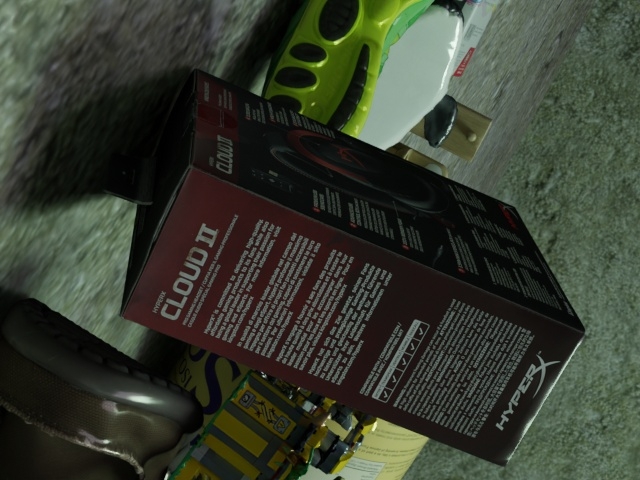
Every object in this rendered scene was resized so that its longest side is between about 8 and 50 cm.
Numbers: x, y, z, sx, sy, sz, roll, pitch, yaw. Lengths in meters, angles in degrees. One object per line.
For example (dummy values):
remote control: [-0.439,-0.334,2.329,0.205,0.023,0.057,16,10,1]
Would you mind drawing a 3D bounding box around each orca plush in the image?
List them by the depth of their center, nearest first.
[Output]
orca plush: [0.045,-0.129,1.302,0.102,0.151,0.287,-99,-159,-52]

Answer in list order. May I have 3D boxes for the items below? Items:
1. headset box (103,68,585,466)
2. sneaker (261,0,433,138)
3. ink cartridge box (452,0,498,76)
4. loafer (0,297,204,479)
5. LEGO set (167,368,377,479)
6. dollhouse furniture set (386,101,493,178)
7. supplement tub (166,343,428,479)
headset box: [0.000,0.004,0.889,0.110,0.293,0.218,-63,-166,18]
sneaker: [0.021,-0.181,1.117,0.295,0.109,0.123,-59,-168,-23]
ink cartridge box: [0.155,-0.276,1.504,0.175,0.072,0.127,-64,169,11]
loafer: [-0.162,0.151,0.936,0.130,0.134,0.366,-57,169,-17]
LEGO set: [-0.024,0.221,0.986,0.255,0.192,0.331,-53,178,-5]
dollhouse furniture set: [0.102,-0.103,1.554,0.144,0.123,0.151,-64,169,10]
supplement tub: [-0.025,0.160,1.271,0.331,0.241,0.241,-58,171,17]
